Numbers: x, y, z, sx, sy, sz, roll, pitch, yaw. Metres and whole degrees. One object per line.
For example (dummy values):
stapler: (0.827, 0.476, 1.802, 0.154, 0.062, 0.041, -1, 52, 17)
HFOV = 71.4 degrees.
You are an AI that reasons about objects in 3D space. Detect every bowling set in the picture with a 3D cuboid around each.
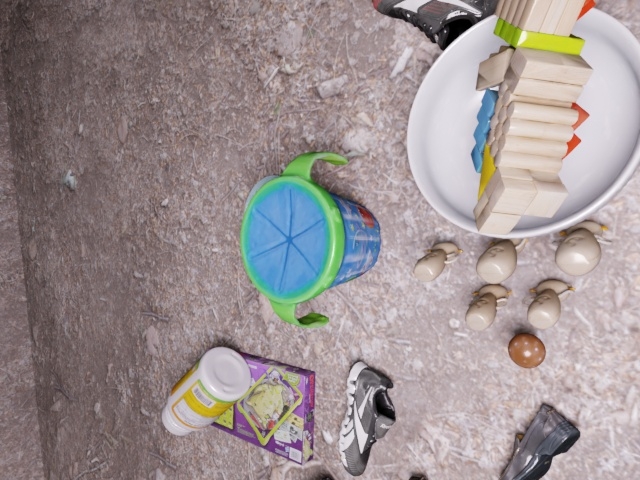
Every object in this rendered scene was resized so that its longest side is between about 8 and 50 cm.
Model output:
bowling set: (0.309, 0.086, 0.723, 0.287, 0.154, 0.200, -4, 106, 36)

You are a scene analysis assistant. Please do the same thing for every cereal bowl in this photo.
cereal bowl: (0.315, -0.169, 0.692, 0.338, 0.141, 0.339, -2, 86, 37)

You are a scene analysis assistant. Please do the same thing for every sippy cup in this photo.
sippy cup: (0.000, 0.000, 0.886, 0.240, 0.224, 0.305, 50, 118, 27)

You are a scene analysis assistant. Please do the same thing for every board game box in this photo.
board game box: (-0.162, 0.401, 1.123, 0.346, 0.056, 0.208, 3, 96, 37)

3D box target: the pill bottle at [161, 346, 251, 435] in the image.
pill bottle: (-0.293, 0.384, 1.109, 0.246, 0.136, 0.136, -46, 64, 28)

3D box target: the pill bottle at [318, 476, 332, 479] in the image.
pill bottle: (0.048, 0.614, 0.912, 0.219, 0.122, 0.123, 36, 111, 31)

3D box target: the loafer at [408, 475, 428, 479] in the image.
loafer: (0.242, 0.519, 0.799, 0.078, 0.080, 0.220, -45, 69, 18)

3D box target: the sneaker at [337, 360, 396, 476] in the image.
sneaker: (0.099, 0.372, 0.900, 0.106, 0.078, 0.234, 7, 92, 40)

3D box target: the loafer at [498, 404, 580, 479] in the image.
loafer: (0.345, 0.345, 0.731, 0.170, 0.062, 0.061, -57, 37, 19)

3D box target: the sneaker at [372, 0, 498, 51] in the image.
sneaker: (0.203, -0.418, 0.809, 0.276, 0.097, 0.135, 20, 100, 34)

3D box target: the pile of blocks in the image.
pile of blocks: (0.283, -0.186, 0.583, 0.112, 0.149, 0.362, 6, 103, -6)

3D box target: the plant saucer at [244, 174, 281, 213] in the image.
plant saucer: (-0.107, -0.060, 1.085, 0.194, 0.037, 0.195, 1, 91, 37)
